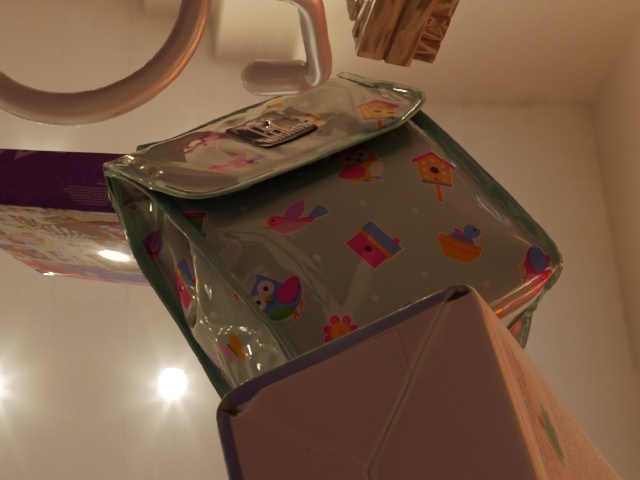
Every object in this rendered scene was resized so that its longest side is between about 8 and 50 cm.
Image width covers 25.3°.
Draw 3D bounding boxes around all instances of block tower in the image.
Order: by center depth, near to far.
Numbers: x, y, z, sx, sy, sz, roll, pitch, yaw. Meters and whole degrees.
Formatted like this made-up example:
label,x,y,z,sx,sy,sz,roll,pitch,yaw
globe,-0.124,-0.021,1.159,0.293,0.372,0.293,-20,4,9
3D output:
label,x,y,z,sx,sy,sz,roll,pitch,yaw
block tower,0.074,-0.317,1.561,0.091,0.097,0.335,11,-141,-15

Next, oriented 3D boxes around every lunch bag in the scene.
label,x,y,z,sx,sy,sz,roll,pitch,yaw
lunch bag,0.000,0.000,1.001,0.223,0.160,0.262,-26,-116,-26

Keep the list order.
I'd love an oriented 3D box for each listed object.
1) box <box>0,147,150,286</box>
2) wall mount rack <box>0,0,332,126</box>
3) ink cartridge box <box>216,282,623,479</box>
label,x,y,z,sx,sy,sz,roll,pitch,yaw
box,-0.198,-0.017,1.265,0.293,0.201,0.057,5,-109,33
wall mount rack,-0.136,-0.190,0.699,0.304,0.130,0.350,4,-114,6
ink cartridge box,0.116,0.236,0.768,0.151,0.395,0.270,-25,-123,15
